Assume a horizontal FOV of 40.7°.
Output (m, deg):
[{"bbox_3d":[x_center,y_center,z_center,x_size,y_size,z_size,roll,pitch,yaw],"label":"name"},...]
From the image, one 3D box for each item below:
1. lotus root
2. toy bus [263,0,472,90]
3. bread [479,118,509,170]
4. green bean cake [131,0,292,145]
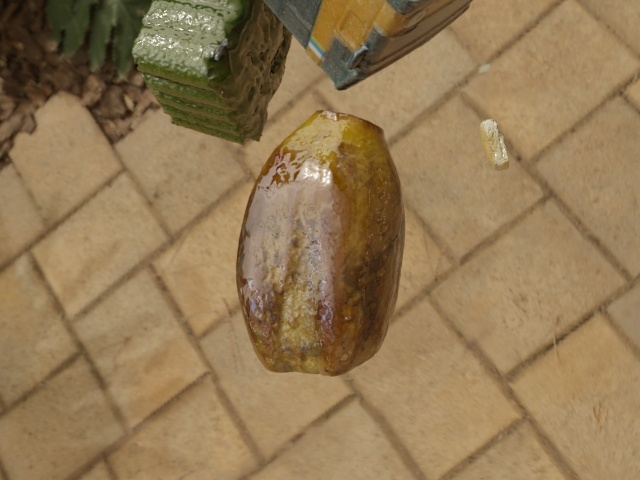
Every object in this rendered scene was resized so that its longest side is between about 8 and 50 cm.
[{"bbox_3d":[0.006,-0.001,0.965,0.193,0.193,0.290,10,105,21],"label":"lotus root"},{"bbox_3d":[-0.002,-0.255,0.612,0.138,0.167,0.275,-38,84,-25],"label":"toy bus"},{"bbox_3d":[0.279,-0.153,1.385,0.035,0.070,0.083,-17,82,6],"label":"bread"},{"bbox_3d":[-0.135,-0.291,1.226,0.157,0.247,0.249,16,74,12],"label":"green bean cake"}]
